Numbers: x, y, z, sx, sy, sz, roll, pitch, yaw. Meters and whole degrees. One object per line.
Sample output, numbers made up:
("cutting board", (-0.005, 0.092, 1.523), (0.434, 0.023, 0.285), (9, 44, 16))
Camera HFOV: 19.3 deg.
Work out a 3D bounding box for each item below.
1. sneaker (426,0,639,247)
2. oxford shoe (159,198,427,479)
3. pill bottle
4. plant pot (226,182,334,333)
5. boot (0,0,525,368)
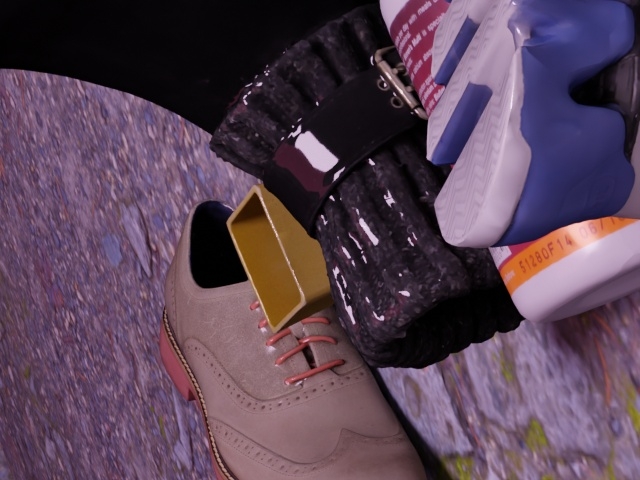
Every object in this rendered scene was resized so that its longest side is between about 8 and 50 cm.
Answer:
("sneaker", (0.140, -0.127, 0.701), (0.127, 0.182, 0.315), (124, 153, -62))
("oxford shoe", (-0.029, 0.090, 1.302), (0.348, 0.123, 0.130), (43, 140, 49))
("pill bottle", (0.100, -0.085, 0.831), (0.221, 0.121, 0.121), (66, 158, 10))
("plant pot", (0.000, 0.000, 1.199), (0.081, 0.083, 0.081), (66, 158, 9))
("boot", (-0.029, -0.058, 0.902), (0.131, 0.348, 0.260), (-36, 69, 49))
